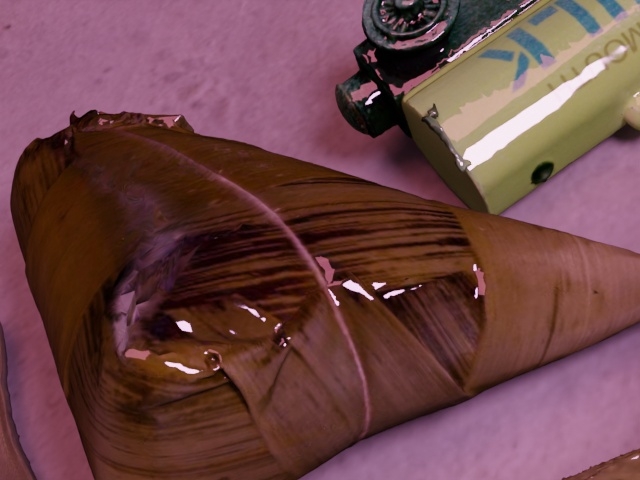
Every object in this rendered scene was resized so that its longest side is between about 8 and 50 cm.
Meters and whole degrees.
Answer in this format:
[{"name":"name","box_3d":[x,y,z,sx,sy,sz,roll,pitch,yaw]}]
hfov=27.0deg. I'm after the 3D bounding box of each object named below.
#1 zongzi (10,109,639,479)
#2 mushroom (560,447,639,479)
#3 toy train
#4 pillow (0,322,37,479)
[{"name":"zongzi","box_3d":[0.000,0.000,0.699,0.300,0.145,0.274,-17,36,-13]},{"name":"mushroom","box_3d":[0.165,0.141,0.428,0.217,0.212,0.292,-49,40,-8]},{"name":"toy train","box_3d":[0.137,-0.116,0.743,0.253,0.105,0.157,-34,58,-5]},{"name":"pillow","box_3d":[-0.218,0.126,0.744,0.130,0.033,0.217,-29,44,3]}]
